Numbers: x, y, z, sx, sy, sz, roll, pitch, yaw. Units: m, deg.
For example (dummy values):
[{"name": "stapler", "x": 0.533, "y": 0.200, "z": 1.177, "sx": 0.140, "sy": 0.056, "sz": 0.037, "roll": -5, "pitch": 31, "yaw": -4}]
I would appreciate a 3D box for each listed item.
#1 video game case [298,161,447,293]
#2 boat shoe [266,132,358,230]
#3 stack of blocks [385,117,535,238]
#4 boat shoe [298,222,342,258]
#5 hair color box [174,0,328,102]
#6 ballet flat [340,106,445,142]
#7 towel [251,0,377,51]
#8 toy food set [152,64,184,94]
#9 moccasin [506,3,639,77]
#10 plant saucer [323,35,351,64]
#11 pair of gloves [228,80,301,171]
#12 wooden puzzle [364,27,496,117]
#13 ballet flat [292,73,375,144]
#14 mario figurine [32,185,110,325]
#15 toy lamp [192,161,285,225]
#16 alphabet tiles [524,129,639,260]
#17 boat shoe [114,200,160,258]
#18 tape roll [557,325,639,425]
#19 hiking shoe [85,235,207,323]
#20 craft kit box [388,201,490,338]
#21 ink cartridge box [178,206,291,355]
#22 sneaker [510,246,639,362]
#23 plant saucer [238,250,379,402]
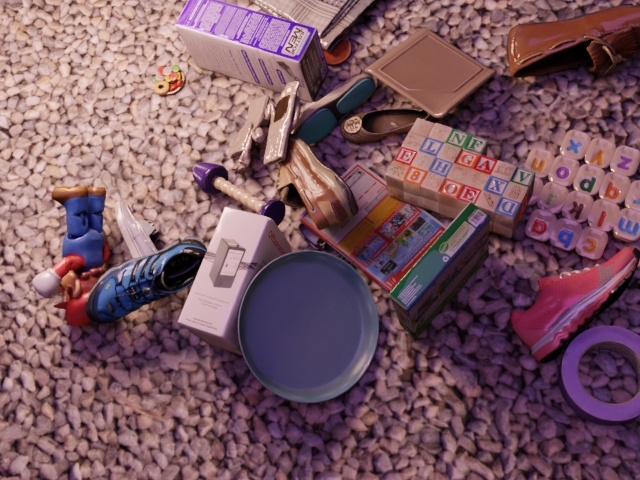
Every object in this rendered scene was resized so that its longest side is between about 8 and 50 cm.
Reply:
[{"name": "video game case", "x": 0.122, "y": -0.033, "z": 1.823, "sx": 0.285, "sy": 0.025, "sz": 0.204, "roll": 39, "pitch": 70, "yaw": 21}, {"name": "boat shoe", "x": -0.045, "y": -0.135, "z": 1.819, "sx": 0.120, "sy": 0.122, "sz": 0.324, "roll": -37, "pitch": 44, "yaw": -7}, {"name": "stack of blocks", "x": 0.314, "y": -0.140, "z": 1.787, "sx": 0.297, "sy": 0.087, "sz": 0.171, "roll": 22, "pitch": 66, "yaw": 21}, {"name": "boat shoe", "x": 0.000, "y": 0.000, "z": 1.848, "sx": 0.125, "sy": 0.038, "sz": 0.046, "roll": 39, "pitch": 81, "yaw": 21}, {"name": "hair color box", "x": -0.162, "y": -0.466, "z": 1.968, "sx": 0.338, "sy": 0.185, "sz": 0.110, "roll": 22, "pitch": 75, "yaw": 17}, {"name": "ballet flat", "x": 0.168, "y": -0.280, "z": 1.905, "sx": 0.249, "sy": 0.058, "sz": 0.084, "roll": -3, "pitch": 70, "yaw": 10}, {"name": "towel", "x": 0.005, "y": -0.668, "z": 2.071, "sx": 0.324, "sy": 0.056, "sz": 0.312, "roll": 37, "pitch": 79, "yaw": 21}, {"name": "toy food set", "x": -0.390, "y": -0.413, "z": 2.081, "sx": 0.083, "sy": 0.020, "sz": 0.083, "roll": -13, "pitch": 69, "yaw": 7}, {"name": "moccasin", "x": 0.617, "y": -0.439, "z": 1.833, "sx": 0.380, "sy": 0.139, "sz": 0.147, "roll": -5, "pitch": 71, "yaw": 10}, {"name": "plant saucer", "x": 0.036, "y": -0.474, "z": 2.025, "sx": 0.083, "sy": 0.013, "sz": 0.084, "roll": -4, "pitch": 69, "yaw": 9}, {"name": "pair of gloves", "x": -0.134, "y": -0.264, "z": 1.900, "sx": 0.240, "sy": 0.042, "sz": 0.204, "roll": -4, "pitch": 64, "yaw": 54}, {"name": "wooden puzzle", "x": 0.258, "y": -0.392, "z": 1.909, "sx": 0.238, "sy": 0.044, "sz": 0.221, "roll": 36, "pitch": 58, "yaw": 24}, {"name": "ballet flat", "x": 0.022, "y": -0.317, "z": 1.945, "sx": 0.248, "sy": 0.086, "sz": 0.086, "roll": -37, "pitch": 68, "yaw": -5}, {"name": "mario figurine", "x": -0.572, "y": 0.037, "z": 1.864, "sx": 0.198, "sy": 0.170, "sz": 0.321, "roll": -1, "pitch": 92, "yaw": -32}, {"name": "toy lamp", "x": -0.196, "y": -0.113, "z": 1.880, "sx": 0.274, "sy": 0.080, "sz": 0.080, "roll": 29, "pitch": 78, "yaw": 35}, {"name": "alphabet tiles", "x": 0.577, "y": -0.102, "z": 1.783, "sx": 0.284, "sy": 0.021, "sz": 0.278, "roll": 21, "pitch": 76, "yaw": 17}, {"name": "boat shoe", "x": -0.414, "y": -0.002, "z": 1.914, "sx": 0.081, "sy": 0.079, "sz": 0.227, "roll": -26, "pitch": 74, "yaw": -6}, {"name": "tape roll", "x": 0.574, "y": 0.270, "z": 1.618, "sx": 0.189, "sy": 0.080, "sz": 0.189, "roll": -4, "pitch": 69, "yaw": 10}, {"name": "hiking shoe", "x": -0.380, "y": 0.086, "z": 1.788, "sx": 0.304, "sy": 0.132, "sz": 0.113, "roll": -33, "pitch": 106, "yaw": -12}, {"name": "craft kit box", "x": 0.250, "y": 0.068, "z": 1.664, "sx": 0.061, "sy": 0.247, "sz": 0.250, "roll": 39, "pitch": 81, "yaw": 24}, {"name": "ink cartridge box", "x": -0.179, "y": 0.093, "z": 1.763, "sx": 0.114, "sy": 0.198, "sz": 0.273, "roll": 16, "pitch": 74, "yaw": 17}, {"name": "sneaker", "x": 0.522, "y": 0.103, "z": 1.670, "sx": 0.314, "sy": 0.116, "sz": 0.136, "roll": -42, "pitch": 67, "yaw": -5}, {"name": "plant saucer", "x": -0.027, "y": 0.180, "z": 1.713, "sx": 0.317, "sy": 0.043, "sz": 0.318, "roll": 3, "pitch": 83, "yaw": -23}]
